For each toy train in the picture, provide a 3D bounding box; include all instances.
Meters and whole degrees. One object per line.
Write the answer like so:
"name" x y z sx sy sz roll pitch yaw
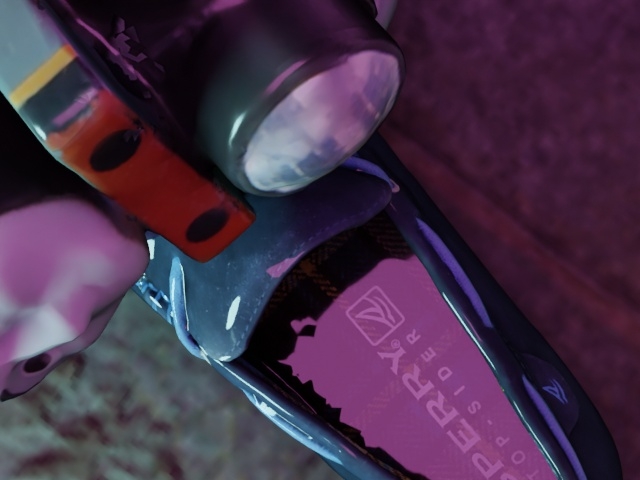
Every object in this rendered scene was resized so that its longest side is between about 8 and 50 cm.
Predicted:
"toy train" -0.122 -0.110 0.514 0.190 0.142 0.334 -41 65 4

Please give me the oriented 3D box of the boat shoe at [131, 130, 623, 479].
"boat shoe" 0.000 0.000 0.557 0.258 0.089 0.109 38 90 4
